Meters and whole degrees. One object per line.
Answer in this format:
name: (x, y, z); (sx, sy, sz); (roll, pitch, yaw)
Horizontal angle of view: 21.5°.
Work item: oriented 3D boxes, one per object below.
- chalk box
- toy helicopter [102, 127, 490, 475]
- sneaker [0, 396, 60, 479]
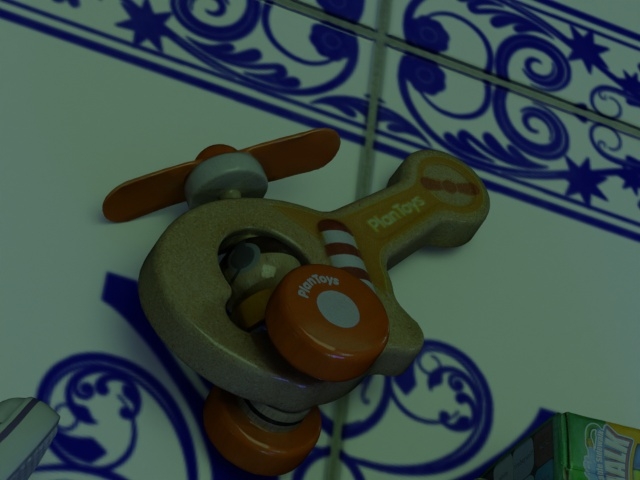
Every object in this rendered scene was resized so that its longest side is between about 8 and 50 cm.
chalk box: (0.192, 0.214, 1.195); (0.213, 0.132, 0.132); (13, 56, -18)
toy helicopter: (0.000, 0.000, 1.257); (0.235, 0.140, 0.355); (44, 40, 15)
sneaker: (-0.295, 0.148, 1.012); (0.161, 0.102, 0.282); (45, 52, 8)
